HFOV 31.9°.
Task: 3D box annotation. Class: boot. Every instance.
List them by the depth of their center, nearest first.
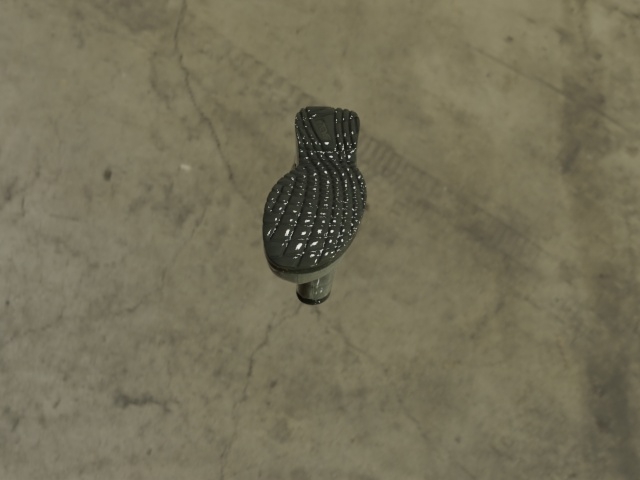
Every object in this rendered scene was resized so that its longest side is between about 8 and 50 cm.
[{"bbox_3d":[0.000,0.000,1.024,0.083,0.161,0.246,6,37,5],"label":"boot"}]
